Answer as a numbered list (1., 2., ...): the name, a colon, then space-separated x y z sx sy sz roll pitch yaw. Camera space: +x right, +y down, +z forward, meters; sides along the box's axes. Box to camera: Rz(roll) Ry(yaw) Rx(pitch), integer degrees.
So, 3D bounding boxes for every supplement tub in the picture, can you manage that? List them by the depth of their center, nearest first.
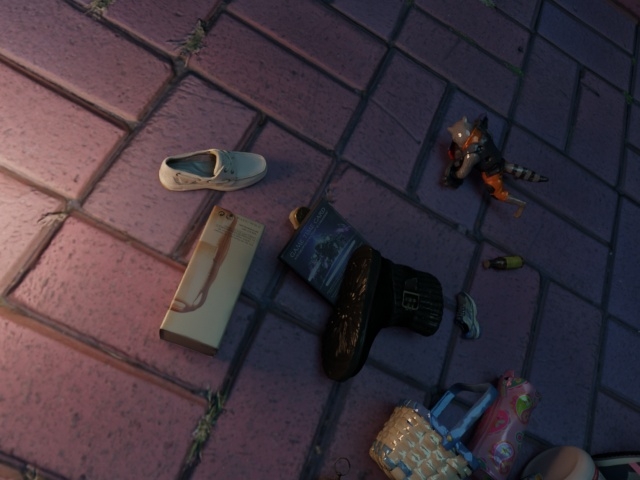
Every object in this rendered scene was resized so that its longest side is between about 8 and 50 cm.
1. supplement tub: 0.645 0.670 1.166 0.191 0.191 0.272 -32 84 -27

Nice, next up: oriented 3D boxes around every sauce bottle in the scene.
1. sauce bottle: 0.553 0.067 1.437 0.128 0.042 0.042 0 71 -23

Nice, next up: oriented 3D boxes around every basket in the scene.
1. basket: 0.261 0.434 1.082 0.201 0.255 0.289 41 76 10

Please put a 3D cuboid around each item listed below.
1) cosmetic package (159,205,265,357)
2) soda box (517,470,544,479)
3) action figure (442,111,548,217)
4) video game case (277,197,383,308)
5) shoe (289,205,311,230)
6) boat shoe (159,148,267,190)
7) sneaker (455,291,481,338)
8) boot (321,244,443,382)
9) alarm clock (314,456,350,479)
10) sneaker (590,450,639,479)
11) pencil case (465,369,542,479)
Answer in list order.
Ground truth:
1. cosmetic package: -0.240 0.093 1.066 0.129 0.153 0.296 22 63 -10
2. soda box: 0.464 0.607 1.122 0.058 0.183 0.063 -13 55 -25
3. action figure: 0.539 -0.279 1.490 0.330 0.178 0.341 34 64 -17
4. video game case: 0.043 0.054 1.206 0.274 0.026 0.196 43 65 -21
5. shoe: 0.000 0.000 1.241 0.219 0.058 0.076 49 56 -16
6. boat shoe: -0.256 -0.182 1.190 0.277 0.096 0.098 -12 75 -24
7. sneaker: 0.403 0.210 1.324 0.058 0.052 0.135 -8 73 -19
8. boot: 0.166 0.205 1.177 0.260 0.131 0.348 28 71 -27
9. alarm clock: 0.020 0.570 1.037 0.129 0.064 0.192 29 66 -8
10. sneaker: 0.895 0.623 1.243 0.112 0.319 0.131 23 57 -55
11. pencil case: 0.455 0.473 1.204 0.124 0.124 0.284 40 63 -3
